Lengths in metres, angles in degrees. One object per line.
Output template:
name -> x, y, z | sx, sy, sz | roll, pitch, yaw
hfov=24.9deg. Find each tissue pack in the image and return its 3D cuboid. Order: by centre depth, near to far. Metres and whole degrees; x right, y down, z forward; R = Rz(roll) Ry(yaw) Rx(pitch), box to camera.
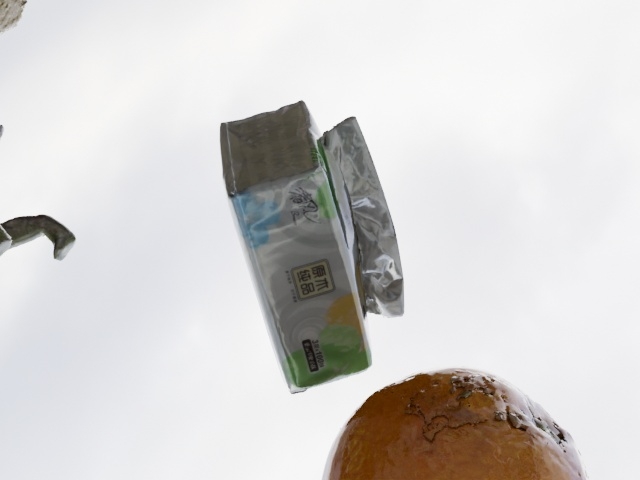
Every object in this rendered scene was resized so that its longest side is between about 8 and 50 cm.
tissue pack -> 0.000, 0.000, 1.383 | 0.145, 0.229, 0.159 | -15, -150, 1

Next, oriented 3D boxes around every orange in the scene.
orange -> 0.116, 0.234, 1.264 | 0.246, 0.246, 0.246 | -37, -156, 20

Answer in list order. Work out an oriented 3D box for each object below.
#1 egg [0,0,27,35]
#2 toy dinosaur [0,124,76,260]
egg -> -0.437, -0.311, 1.823 | 0.116, 0.140, 0.118 | -82, -175, -63
toy dinosaur -> -0.345, 0.002, 1.247 | 0.294, 0.162, 0.077 | -37, 148, -46
